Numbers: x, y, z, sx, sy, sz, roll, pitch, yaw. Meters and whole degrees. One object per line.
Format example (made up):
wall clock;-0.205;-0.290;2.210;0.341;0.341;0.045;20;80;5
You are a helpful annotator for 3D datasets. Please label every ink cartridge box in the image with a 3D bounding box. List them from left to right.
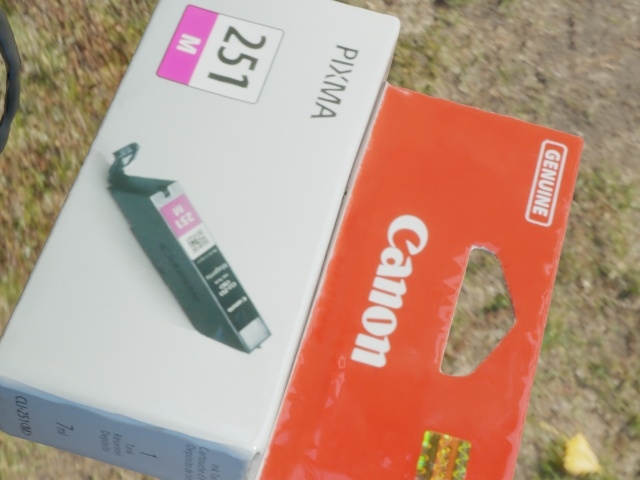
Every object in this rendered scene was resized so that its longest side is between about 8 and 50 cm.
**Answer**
ink cartridge box;0.000;0.000;0.728;0.238;0.275;0.060;15;145;5

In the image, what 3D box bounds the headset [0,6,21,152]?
headset;-0.159;-0.169;0.289;0.185;0.243;0.394;-10;104;16
